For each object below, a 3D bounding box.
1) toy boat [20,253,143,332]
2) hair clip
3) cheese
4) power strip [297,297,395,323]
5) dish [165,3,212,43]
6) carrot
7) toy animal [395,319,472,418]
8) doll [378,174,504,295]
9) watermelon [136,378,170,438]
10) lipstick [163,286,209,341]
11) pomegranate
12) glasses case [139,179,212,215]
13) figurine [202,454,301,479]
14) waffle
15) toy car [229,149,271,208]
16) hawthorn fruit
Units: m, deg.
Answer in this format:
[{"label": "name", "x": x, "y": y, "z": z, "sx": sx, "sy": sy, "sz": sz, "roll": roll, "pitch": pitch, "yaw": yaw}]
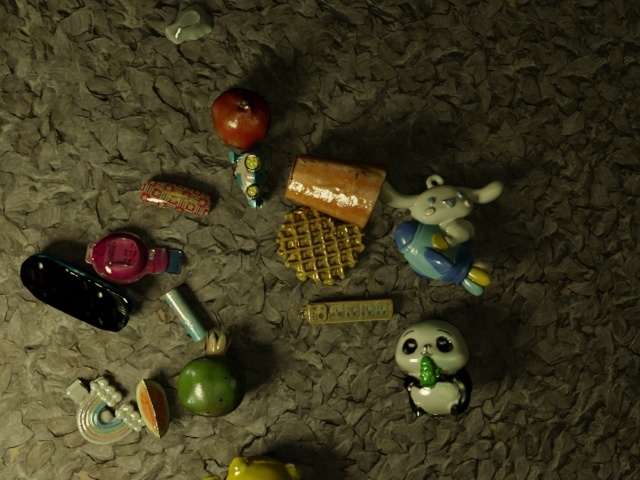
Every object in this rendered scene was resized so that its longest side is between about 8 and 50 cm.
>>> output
[{"label": "toy boat", "x": -0.628, "y": 0.122, "z": 1.356, "sx": 0.299, "sy": 0.092, "sz": 0.134, "roll": 28, "pitch": 117, "yaw": -4}, {"label": "hair clip", "x": -0.588, "y": 0.460, "z": 1.380, "sx": 0.140, "sy": 0.054, "sz": 0.220, "roll": -43, "pitch": 102, "yaw": -22}, {"label": "cheese", "x": -0.498, "y": 0.048, "z": 1.385, "sx": 0.244, "sy": 0.062, "sz": 0.155, "roll": 7, "pitch": 64, "yaw": -24}, {"label": "power strip", "x": 0.083, "y": 0.209, "z": 1.524, "sx": 0.305, "sy": 0.044, "sz": 0.064, "roll": -1, "pitch": 91, "yaw": -12}, {"label": "dish", "x": -0.370, "y": -0.606, "z": 1.436, "sx": 0.137, "sy": 0.039, "sz": 0.091, "roll": -36, "pitch": 97, "yaw": -11}, {"label": "carrot", "x": 0.039, "y": -0.160, "z": 1.426, "sx": 0.254, "sy": 0.196, "sz": 0.196, "roll": 19, "pitch": 86, "yaw": 1}, {"label": "toy animal", "x": 0.329, "y": 0.367, "z": 1.492, "sx": 0.213, "sy": 0.212, "sz": 0.266, "roll": -14, "pitch": 96, "yaw": -12}, {"label": "doll", "x": 0.355, "y": -0.020, "z": 1.510, "sx": 0.376, "sy": 0.187, "sz": 0.365, "roll": -4, "pitch": 80, "yaw": 16}, {"label": "watermelon", "x": -0.462, "y": 0.452, "z": 1.393, "sx": 0.069, "sy": 0.087, "sz": 0.163, "roll": -18, "pitch": 85, "yaw": 8}, {"label": "lipstick", "x": -0.372, "y": 0.204, "z": 1.425, "sx": 0.048, "sy": 0.048, "sz": 0.158, "roll": -35, "pitch": 96, "yaw": -10}, {"label": "pomegranate", "x": -0.287, "y": 0.358, "z": 1.383, "sx": 0.187, "sy": 0.187, "sz": 0.225, "roll": 6, "pitch": 76, "yaw": -12}, {"label": "glasses case", "x": -0.397, "y": -0.120, "z": 1.421, "sx": 0.195, "sy": 0.049, "sz": 0.073, "roll": 12, "pitch": 87, "yaw": -12}, {"label": "figurine", "x": -0.177, "y": 0.745, "z": 1.373, "sx": 0.324, "sy": 0.231, "sz": 0.340, "roll": 11, "pitch": 93, "yaw": -13}, {"label": "waffle", "x": 0.000, "y": 0.000, "z": 1.503, "sx": 0.253, "sy": 0.056, "sz": 0.249, "roll": 45, "pitch": 81, "yaw": -7}, {"label": "toy car", "x": -0.200, "y": -0.174, "z": 1.441, "sx": 0.098, "sy": 0.126, "sz": 0.161, "roll": 7, "pitch": 99, "yaw": 10}, {"label": "hawthorn fruit", "x": -0.217, "y": -0.335, "z": 1.392, "sx": 0.169, "sy": 0.188, "sz": 0.169, "roll": 0, "pitch": 86, "yaw": -5}]
